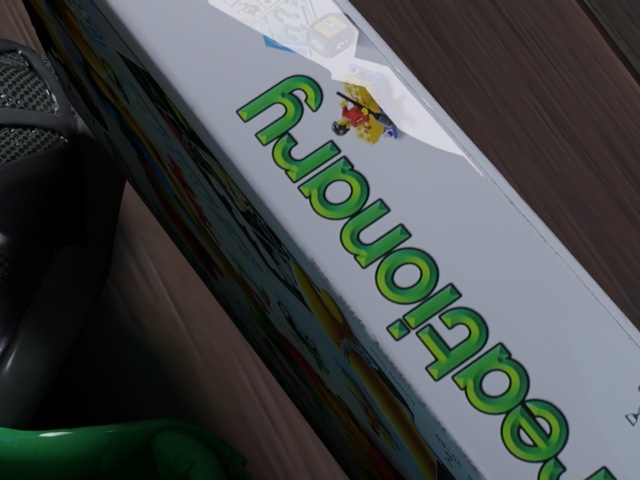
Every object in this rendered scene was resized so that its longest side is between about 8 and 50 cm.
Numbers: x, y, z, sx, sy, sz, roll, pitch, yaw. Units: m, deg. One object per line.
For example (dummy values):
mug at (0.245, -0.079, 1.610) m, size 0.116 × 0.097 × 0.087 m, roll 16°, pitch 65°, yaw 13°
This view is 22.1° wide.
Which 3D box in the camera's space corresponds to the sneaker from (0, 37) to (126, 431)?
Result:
sneaker at (-0.140, -0.008, 0.590) m, size 0.130 × 0.087 × 0.227 m, roll 21°, pitch 35°, yaw -17°

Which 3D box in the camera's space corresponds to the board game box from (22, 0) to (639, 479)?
board game box at (0.000, 0.000, 0.472) m, size 0.053 × 0.193 × 0.305 m, roll -34°, pitch 64°, yaw -10°

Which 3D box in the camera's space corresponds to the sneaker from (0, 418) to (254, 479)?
sneaker at (-0.038, 0.128, 0.481) m, size 0.296 × 0.123 × 0.109 m, roll 23°, pitch 37°, yaw -19°
